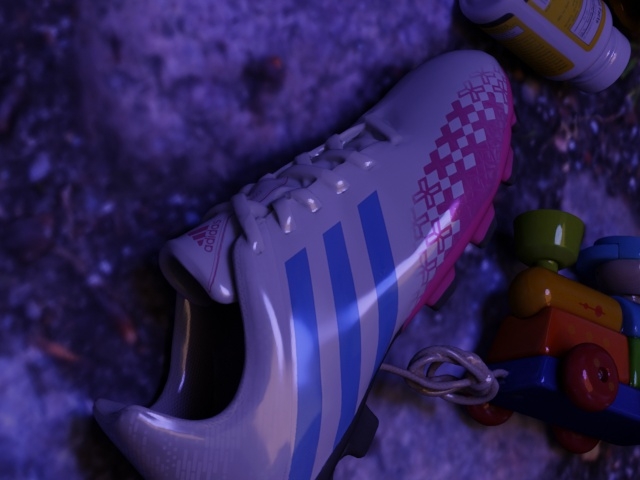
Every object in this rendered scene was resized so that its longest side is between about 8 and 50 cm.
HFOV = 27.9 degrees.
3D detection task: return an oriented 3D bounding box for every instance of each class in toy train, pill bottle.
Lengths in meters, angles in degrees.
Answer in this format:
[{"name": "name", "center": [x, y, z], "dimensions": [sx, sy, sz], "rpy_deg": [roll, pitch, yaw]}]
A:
[{"name": "toy train", "center": [0.138, 0.043, 0.820], "dimensions": [0.248, 0.105, 0.143], "rpy_deg": [22, 65, -34]}, {"name": "pill bottle", "center": [0.153, -0.146, 0.856], "dimensions": [0.116, 0.065, 0.065], "rpy_deg": [31, 70, -31]}]

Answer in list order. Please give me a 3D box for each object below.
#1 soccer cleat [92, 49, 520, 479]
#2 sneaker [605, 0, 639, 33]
[{"name": "soccer cleat", "center": [0.000, 0.000, 0.704], "dimensions": [0.143, 0.116, 0.331], "rpy_deg": [38, 64, -22]}, {"name": "sneaker", "center": [0.251, -0.190, 0.935], "dimensions": [0.225, 0.088, 0.093], "rpy_deg": [17, 98, -35]}]
